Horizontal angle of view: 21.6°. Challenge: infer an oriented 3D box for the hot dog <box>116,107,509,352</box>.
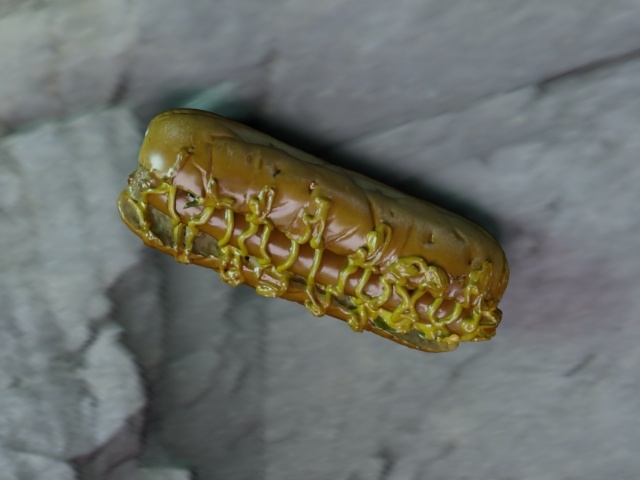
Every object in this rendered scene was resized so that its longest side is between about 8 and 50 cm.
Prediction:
[{"bbox_3d":[0.000,0.000,0.680,0.165,0.045,0.071,23,136,-10],"label":"hot dog"}]
